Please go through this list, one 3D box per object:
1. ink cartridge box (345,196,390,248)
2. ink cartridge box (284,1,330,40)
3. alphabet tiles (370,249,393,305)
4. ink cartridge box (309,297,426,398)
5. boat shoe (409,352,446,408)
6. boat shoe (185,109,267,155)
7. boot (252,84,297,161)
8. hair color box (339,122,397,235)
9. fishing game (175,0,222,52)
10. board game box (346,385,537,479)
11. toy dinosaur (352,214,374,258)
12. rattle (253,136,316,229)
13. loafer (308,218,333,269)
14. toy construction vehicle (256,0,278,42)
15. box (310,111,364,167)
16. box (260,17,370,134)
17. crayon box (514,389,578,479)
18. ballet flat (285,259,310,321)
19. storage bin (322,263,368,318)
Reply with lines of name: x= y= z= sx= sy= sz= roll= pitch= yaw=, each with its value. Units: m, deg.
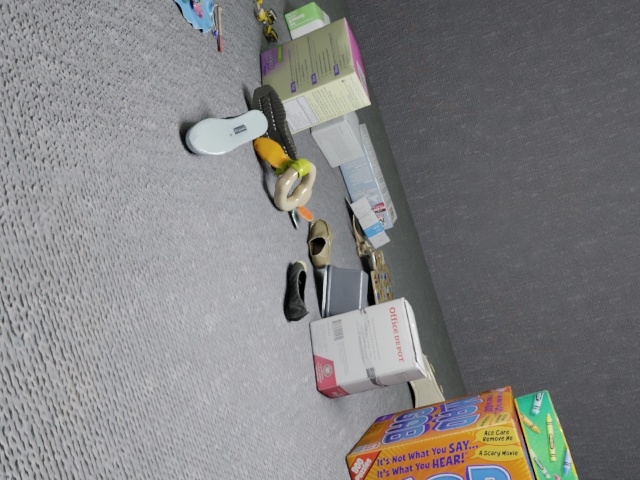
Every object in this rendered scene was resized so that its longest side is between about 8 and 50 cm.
ink cartridge box: x=0.157 y=-0.073 z=2.020 sx=0.180 sy=0.060 sz=0.104 roll=64 pitch=7 yaw=26
ink cartridge box: x=-0.003 y=-0.637 z=2.067 sx=0.198 sy=0.115 sz=0.272 roll=-19 pitch=91 yaw=-74
alphabet tiles: x=0.212 y=0.201 z=1.997 sx=0.285 sy=0.011 sz=0.342 roll=-9 pitch=91 yaw=-74
ink cartridge box: x=0.101 y=0.230 z=1.290 sx=0.092 sy=0.218 sz=0.158 roll=50 pitch=28 yaw=-55
boat shoe: x=0.370 y=0.539 z=2.079 sx=0.097 sy=0.117 sz=0.324 roll=36 pitch=33 yaw=-60
boat shoe: x=-0.181 y=-0.182 z=1.082 sx=0.183 sy=0.083 sz=0.065 roll=-28 pitch=101 yaw=-47
boot: x=-0.105 y=-0.268 z=1.433 sx=0.137 sy=0.077 sz=0.197 roll=-85 pitch=161 yaw=-73
hair color box: x=0.158 y=-0.222 z=2.173 sx=0.185 sy=0.114 sz=0.374 roll=-45 pitch=116 yaw=-72
fishing game: x=-0.255 y=-0.511 z=1.214 sx=0.264 sy=0.041 sz=0.189 roll=44 pitch=34 yaw=-60
board game box: x=0.313 y=0.576 z=1.380 sx=0.356 sy=0.357 sz=0.356 roll=8 pitch=65 yaw=-73
toy dinosaur: x=0.131 y=0.006 z=1.985 sx=0.183 sy=0.053 sz=0.092 roll=55 pitch=9 yaw=-45
rattle: x=-0.086 y=-0.124 z=1.389 sx=0.199 sy=0.143 sz=0.130 roll=74 pitch=38 yaw=-68
loafer: x=0.000 y=0.000 z=1.497 sx=0.050 sy=0.056 sz=0.148 roll=63 pitch=17 yaw=-50
toy construction vehicle: x=-0.153 y=-0.611 z=1.695 sx=0.098 sy=0.035 sz=0.085 roll=49 pitch=39 yaw=-49
box: x=0.050 y=-0.367 z=1.950 sx=0.182 sy=0.119 sz=0.180 roll=53 pitch=25 yaw=-49
box: x=-0.016 y=-0.411 z=1.540 sx=0.117 sy=0.243 sz=0.213 roll=52 pitch=24 yaw=-52
crayon box: x=0.514 y=0.497 z=1.336 sx=0.278 sy=0.081 sz=0.165 roll=-92 pitch=157 yaw=-46
ballet flat: x=-0.039 y=0.103 z=1.262 sx=0.173 sy=0.049 sz=0.057 roll=-87 pitch=155 yaw=-52
storage bin: x=0.064 y=0.128 z=1.450 sx=0.098 sy=0.091 sz=0.135 roll=36 pitch=56 yaw=-65
